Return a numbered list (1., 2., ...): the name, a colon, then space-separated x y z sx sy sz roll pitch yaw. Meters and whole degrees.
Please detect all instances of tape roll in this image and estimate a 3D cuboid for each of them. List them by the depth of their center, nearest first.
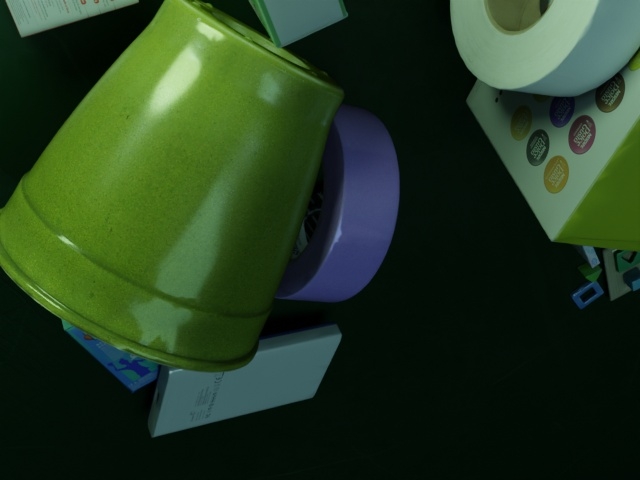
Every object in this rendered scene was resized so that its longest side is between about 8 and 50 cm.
1. tape roll: 0.286 -0.326 1.088 0.100 0.286 0.286 2 129 -28
2. tape roll: -0.010 -0.055 1.191 0.090 0.275 0.275 7 126 -33

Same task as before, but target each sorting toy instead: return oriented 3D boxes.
1. sorting toy: 0.681 0.039 1.810 0.347 0.047 0.196 -28 137 -2

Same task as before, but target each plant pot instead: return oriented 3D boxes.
1. plant pot: -0.155 -0.092 1.065 0.366 0.366 0.353 20 106 -39

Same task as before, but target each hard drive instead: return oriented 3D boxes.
1. hard drive: -0.135 0.245 1.540 0.318 0.040 0.210 -9 142 -28

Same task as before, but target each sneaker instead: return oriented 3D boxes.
1. sneaker: 0.000 0.000 1.402 0.094 0.081 0.208 -2 138 -35

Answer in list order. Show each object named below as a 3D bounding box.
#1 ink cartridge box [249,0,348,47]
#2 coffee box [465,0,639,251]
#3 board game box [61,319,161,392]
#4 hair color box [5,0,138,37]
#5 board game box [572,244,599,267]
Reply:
1. ink cartridge box: -0.064 -0.335 0.946 0.093 0.212 0.154 -25 138 0
2. coffee box: 0.472 -0.208 1.216 0.338 0.334 0.338 7 131 -24
3. board game box: -0.289 0.142 1.396 0.160 0.047 0.210 -29 138 0
4. hair color box: -0.287 -0.290 0.993 0.141 0.043 0.072 -19 136 -9
5. board game box: 0.481 -0.004 1.633 0.020 0.090 0.090 -34 138 5
